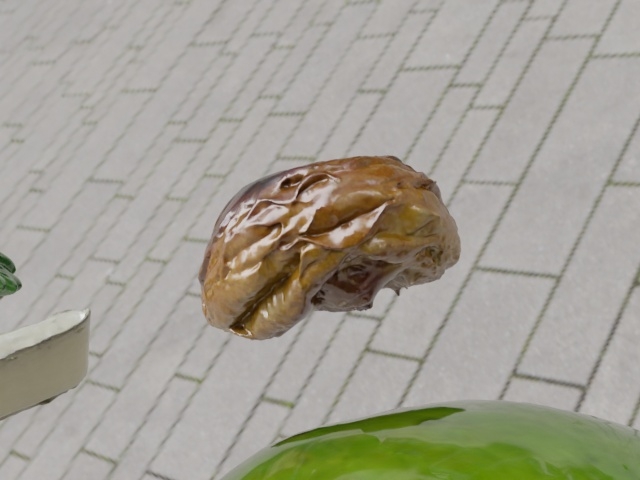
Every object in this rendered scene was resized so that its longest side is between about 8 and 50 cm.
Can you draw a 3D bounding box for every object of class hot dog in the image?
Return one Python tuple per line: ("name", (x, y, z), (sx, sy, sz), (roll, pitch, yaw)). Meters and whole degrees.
("hot dog", (-0.003, -0.002, 0.664), (0.160, 0.099, 0.227), (-15, 7, -3))

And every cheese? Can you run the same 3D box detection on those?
("cheese", (-0.329, 0.132, 0.667), (0.400, 0.085, 0.034), (-19, 60, -30))

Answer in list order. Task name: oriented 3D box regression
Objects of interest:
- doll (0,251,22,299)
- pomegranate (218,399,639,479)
("doll", (-0.190, 0.033, 0.487), (0.076, 0.078, 0.113), (19, 72, 41))
("pomegranate", (0.077, 0.174, 0.326), (0.310, 0.216, 0.358), (-12, 21, -40))
